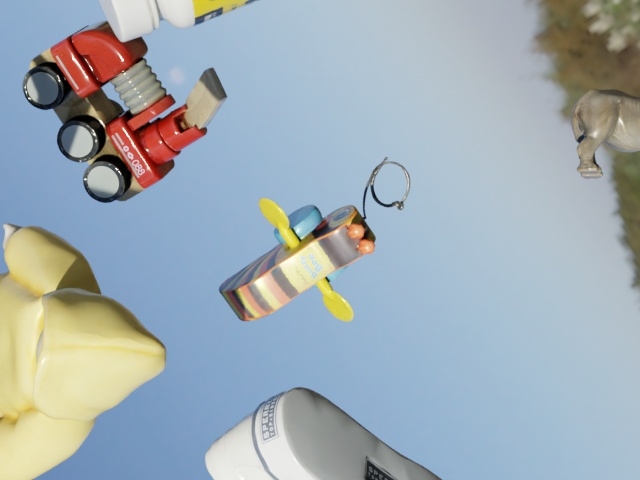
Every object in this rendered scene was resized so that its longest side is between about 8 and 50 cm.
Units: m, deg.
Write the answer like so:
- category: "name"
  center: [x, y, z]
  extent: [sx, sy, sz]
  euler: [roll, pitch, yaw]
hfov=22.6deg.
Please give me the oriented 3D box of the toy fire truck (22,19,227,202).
- category: "toy fire truck"
  center: [-0.226, -0.186, 2.021]
  extent: [0.217, 0.246, 0.158]
  euler: [58, -160, -10]

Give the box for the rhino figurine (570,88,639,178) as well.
- category: "rhino figurine"
  center: [0.406, -0.130, 1.942]
  extent: [0.073, 0.243, 0.106]
  euler: [166, 103, -65]

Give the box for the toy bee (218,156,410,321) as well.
- category: "toy bee"
  center: [0.000, 0.000, 2.123]
  extent: [0.195, 0.298, 0.162]
  euler: [33, 180, -17]

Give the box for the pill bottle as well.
- category: "pill bottle"
  center: [-0.095, -0.256, 1.391]
  extent: [0.119, 0.208, 0.119]
  euler: [157, 90, -80]

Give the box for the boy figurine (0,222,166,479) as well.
- category: "boy figurine"
  center: [-0.196, 0.078, 1.040]
  extent: [0.092, 0.177, 0.285]
  euler: [10, 177, -33]

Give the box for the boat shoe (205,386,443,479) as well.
- category: "boat shoe"
  center: [0.032, 0.191, 1.058]
  extent: [0.258, 0.084, 0.095]
  euler: [45, -146, -23]
